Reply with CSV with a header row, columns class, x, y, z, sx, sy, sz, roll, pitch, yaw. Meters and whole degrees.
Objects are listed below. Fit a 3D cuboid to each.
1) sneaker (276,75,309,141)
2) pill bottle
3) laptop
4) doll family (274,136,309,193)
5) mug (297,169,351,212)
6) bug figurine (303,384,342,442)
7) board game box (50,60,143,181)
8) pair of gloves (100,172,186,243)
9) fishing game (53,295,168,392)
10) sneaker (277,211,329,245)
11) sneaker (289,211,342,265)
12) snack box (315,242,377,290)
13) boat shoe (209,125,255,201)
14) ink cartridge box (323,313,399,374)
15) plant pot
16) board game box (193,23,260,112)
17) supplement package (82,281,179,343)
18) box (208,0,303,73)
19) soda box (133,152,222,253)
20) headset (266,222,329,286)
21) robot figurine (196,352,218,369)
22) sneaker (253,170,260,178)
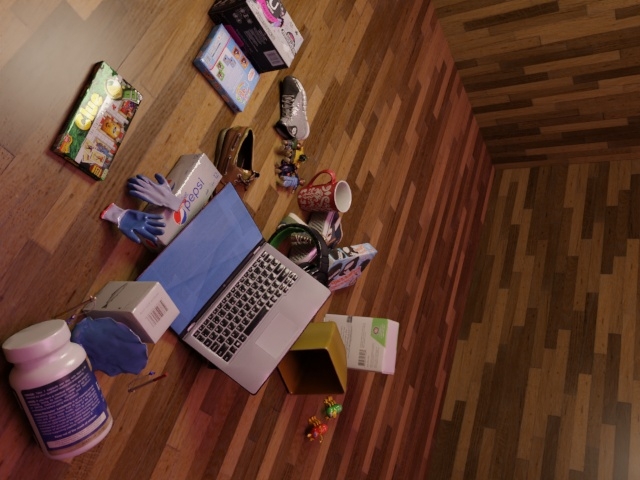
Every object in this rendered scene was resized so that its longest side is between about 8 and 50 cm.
class,x,y,z,sx,sy,sz,roll,pitch,yaw
sneaker,-0.108,-0.447,1.892,0.132,0.086,0.228,-36,120,-47
pill bottle,-0.557,0.311,1.158,0.153,0.153,0.264,-36,120,-50
laptop,-0.214,0.135,1.491,0.382,0.408,0.236,-51,176,-23
doll family,-0.094,-0.262,1.908,0.111,0.076,0.192,-7,120,-54
mug,0.013,-0.173,1.989,0.113,0.170,0.150,12,79,-55
bug figurine,0.012,0.607,2.067,0.216,0.072,0.278,-14,101,-55
board game box,-0.530,-0.287,1.317,0.136,0.030,0.259,40,57,-46
pair of gloves,-0.435,-0.086,1.364,0.023,0.159,0.198,112,5,-59
fishing game,-0.481,0.243,1.258,0.264,0.189,0.041,51,27,-21
sneaker,-0.068,-0.015,1.876,0.086,0.192,0.064,-40,152,-26
sneaker,0.000,0.000,2.008,0.127,0.126,0.321,57,45,-32
snack box,0.074,0.110,2.083,0.322,0.060,0.187,-9,139,-56
boat shoe,-0.259,-0.197,1.646,0.111,0.105,0.306,6,84,-56
ink cartridge box,0.146,0.394,2.089,0.115,0.273,0.198,26,69,-56
plant pot,-0.015,0.400,1.925,0.187,0.212,0.212,-61,138,-53
board game box,-0.281,-0.523,1.676,0.211,0.039,0.160,49,52,-43
supplement package,-0.448,0.167,1.294,0.105,0.180,0.105,-59,135,-42
box,-0.192,-0.664,1.698,0.247,0.164,0.142,50,52,-44
soda box,-0.383,-0.104,1.473,0.098,0.091,0.286,56,47,-41
headset,-0.106,0.136,1.741,0.185,0.244,0.393,16,75,-54
robot figurine,-0.254,0.299,1.665,0.291,0.085,0.210,35,59,-50
sneaker,-0.228,-0.216,1.753,0.083,0.037,0.031,4,88,-54
